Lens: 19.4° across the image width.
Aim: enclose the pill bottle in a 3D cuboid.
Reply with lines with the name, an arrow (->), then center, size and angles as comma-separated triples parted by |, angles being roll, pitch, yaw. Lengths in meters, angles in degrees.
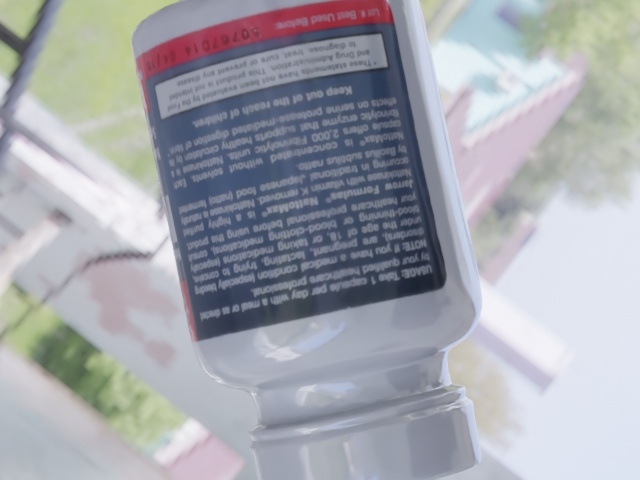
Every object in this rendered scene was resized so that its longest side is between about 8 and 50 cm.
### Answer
pill bottle -> 0.000, 0.000, 0.675 | 0.108, 0.180, 0.108 | -12, 177, -1
